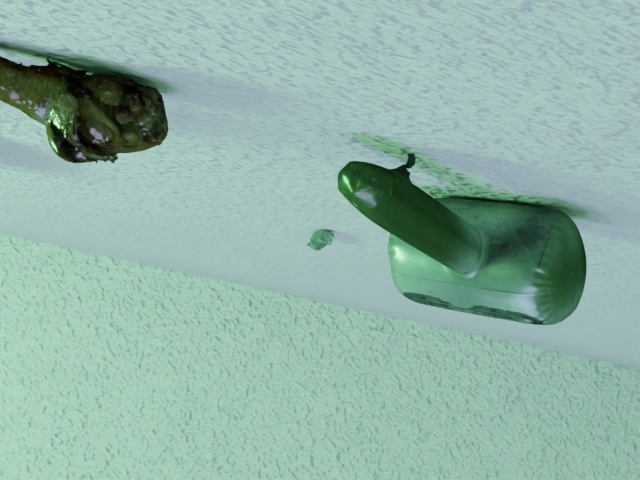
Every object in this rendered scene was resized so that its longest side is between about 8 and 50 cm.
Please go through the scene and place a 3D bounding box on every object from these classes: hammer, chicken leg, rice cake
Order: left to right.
[{"bbox_3d":[-0.222,-0.114,1.279,0.196,0.080,0.125,16,-175,-33],"label":"chicken leg"},{"bbox_3d":[0.000,0.000,2.172,0.022,0.021,0.121,22,174,-5],"label":"rice cake"},{"bbox_3d":[0.113,-0.015,1.469,0.206,0.119,0.335,7,166,34],"label":"hammer"}]
